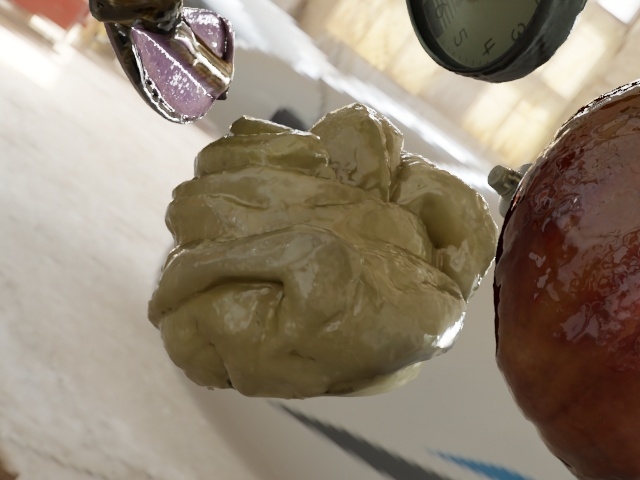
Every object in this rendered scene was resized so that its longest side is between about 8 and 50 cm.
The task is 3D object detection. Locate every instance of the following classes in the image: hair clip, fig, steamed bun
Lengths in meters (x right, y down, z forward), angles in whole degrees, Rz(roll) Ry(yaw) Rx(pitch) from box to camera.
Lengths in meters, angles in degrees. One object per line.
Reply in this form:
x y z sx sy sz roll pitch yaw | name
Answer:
-0.145 -0.195 1.492 0.358 0.096 0.110 55 20 -77 | hair clip
0.204 0.018 0.871 0.224 0.263 0.224 12 14 -3 | fig
-0.003 -0.001 1.398 0.325 0.230 0.372 1 20 24 | steamed bun

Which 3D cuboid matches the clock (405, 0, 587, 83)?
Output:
0.157 -0.256 1.372 0.049 0.226 0.226 1 29 -33 | clock

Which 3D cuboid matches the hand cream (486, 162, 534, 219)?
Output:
0.347 -0.007 1.934 0.341 0.124 0.078 28 -23 -26 | hand cream
